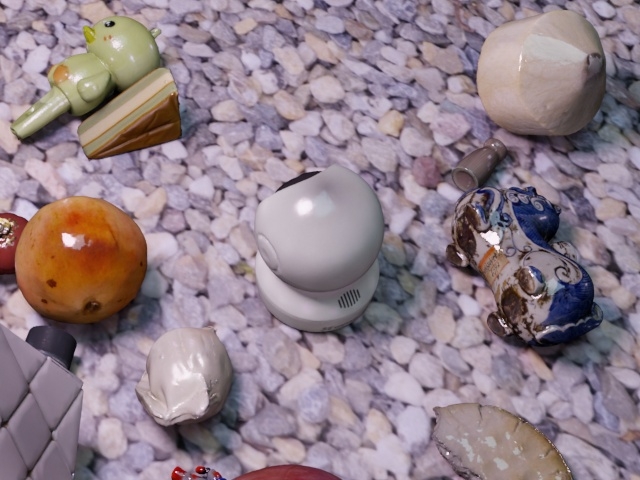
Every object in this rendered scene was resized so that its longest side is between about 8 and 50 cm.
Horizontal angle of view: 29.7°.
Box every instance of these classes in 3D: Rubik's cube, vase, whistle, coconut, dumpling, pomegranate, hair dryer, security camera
[{"bbox_3d":[-0.449,0.252,1.471,0.224,0.221,0.231,-11,56,19],"label":"Rubik's cube"},{"bbox_3d":[0.261,-0.124,1.965,0.053,0.053,0.100,34,53,19],"label":"vase"},{"bbox_3d":[-0.385,-0.278,1.967,0.294,0.141,0.141,-28,61,-24],"label":"whistle"},{"bbox_3d":[0.372,-0.272,1.969,0.202,0.222,0.202,-2,94,-29],"label":"coconut"},{"bbox_3d":[-0.192,0.189,1.665,0.136,0.118,0.199,-14,27,2],"label":"dumpling"},{"bbox_3d":[-0.342,0.027,1.728,0.191,0.191,0.191,2,54,-3],"label":"pomegranate"},{"bbox_3d":[-0.459,0.177,1.679,0.219,0.071,0.124,8,54,9],"label":"hair dryer"},{"bbox_3d":[0.000,0.000,1.739,0.194,0.236,0.194,2,56,-3],"label":"security camera"}]

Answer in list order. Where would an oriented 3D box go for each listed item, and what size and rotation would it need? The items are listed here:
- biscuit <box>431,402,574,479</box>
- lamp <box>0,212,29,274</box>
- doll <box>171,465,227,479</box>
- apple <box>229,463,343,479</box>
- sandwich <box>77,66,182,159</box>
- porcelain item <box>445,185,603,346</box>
[{"bbox_3d":[0.271,0.318,1.651,0.141,0.038,0.290,-28,61,-23],"label":"biscuit"},{"bbox_3d":[-0.468,0.005,1.782,0.101,0.090,0.101,1,54,-2],"label":"lamp"},{"bbox_3d":[-0.115,0.352,1.582,0.194,0.062,0.104,17,37,17],"label":"doll"},{"bbox_3d":[-0.038,0.412,1.397,0.235,0.306,0.306,-17,56,3],"label":"apple"},{"bbox_3d":[-0.311,-0.207,1.936,0.163,0.113,0.079,-14,57,-14],"label":"sandwich"},{"bbox_3d":[0.316,0.033,1.820,0.186,0.138,0.288,-8,49,-32],"label":"porcelain item"}]
